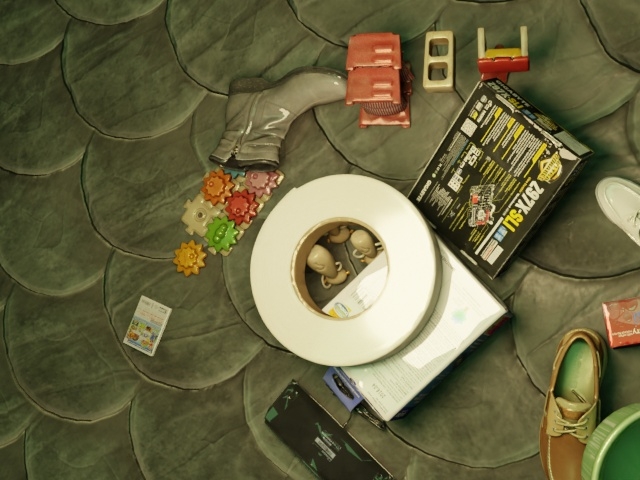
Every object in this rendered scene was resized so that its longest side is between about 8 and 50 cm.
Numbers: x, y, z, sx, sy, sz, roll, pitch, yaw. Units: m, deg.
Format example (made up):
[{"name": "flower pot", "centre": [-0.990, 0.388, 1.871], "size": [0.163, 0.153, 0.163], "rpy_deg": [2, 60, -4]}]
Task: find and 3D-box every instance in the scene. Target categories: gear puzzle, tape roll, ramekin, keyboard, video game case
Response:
[{"name": "gear puzzle", "centre": [-0.244, -0.067, 2.164], "size": [0.175, 0.044, 0.339], "rpy_deg": [39, 96, 21]}, {"name": "tape roll", "centre": [0.048, 0.059, 1.863], "size": [0.392, 0.072, 0.392], "rpy_deg": [-3, 82, 19]}, {"name": "ramekin", "centre": [0.622, 0.434, 1.676], "size": [0.303, 0.148, 0.303], "rpy_deg": [0, 88, 1]}, {"name": "keyboard", "centre": [0.039, 0.416, 1.999], "size": [0.317, 0.033, 0.201], "rpy_deg": [42, 99, 19]}, {"name": "video game case", "centre": [-0.411, 0.203, 2.206], "size": [0.087, 0.011, 0.122], "rpy_deg": [22, 90, 21]}]

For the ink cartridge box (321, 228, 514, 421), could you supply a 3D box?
[{"name": "ink cartridge box", "centre": [0.160, 0.187, 1.919], "size": [0.395, 0.151, 0.270], "rpy_deg": [-44, 70, 7]}]

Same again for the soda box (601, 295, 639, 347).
[{"name": "soda box", "centre": [0.680, 0.143, 1.771], "size": [0.263, 0.083, 0.092], "rpy_deg": [-12, 78, 19]}]

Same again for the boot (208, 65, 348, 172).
[{"name": "boot", "centre": [-0.082, -0.256, 2.068], "size": [0.338, 0.118, 0.222], "rpy_deg": [-5, 64, 34]}]

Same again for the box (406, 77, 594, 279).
[{"name": "box", "centre": [0.349, -0.124, 1.866], "size": [0.257, 0.079, 0.322], "rpy_deg": [42, 125, 19]}]

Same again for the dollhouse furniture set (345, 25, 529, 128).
[{"name": "dollhouse furniture set", "centre": [0.248, -0.335, 1.947], "size": [0.374, 0.201, 0.152], "rpy_deg": [1, 82, 14]}]

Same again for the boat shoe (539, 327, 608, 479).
[{"name": "boat shoe", "centre": [0.484, 0.328, 1.798], "size": [0.123, 0.120, 0.324], "rpy_deg": [3, 83, 21]}]

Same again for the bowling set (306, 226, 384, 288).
[{"name": "bowling set", "centre": [0.000, 0.000, 2.031], "size": [0.287, 0.154, 0.200], "rpy_deg": [-19, 58, 16]}]

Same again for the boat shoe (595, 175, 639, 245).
[{"name": "boat shoe", "centre": [0.642, -0.035, 1.810], "size": [0.258, 0.084, 0.095], "rpy_deg": [44, 99, 20]}]
